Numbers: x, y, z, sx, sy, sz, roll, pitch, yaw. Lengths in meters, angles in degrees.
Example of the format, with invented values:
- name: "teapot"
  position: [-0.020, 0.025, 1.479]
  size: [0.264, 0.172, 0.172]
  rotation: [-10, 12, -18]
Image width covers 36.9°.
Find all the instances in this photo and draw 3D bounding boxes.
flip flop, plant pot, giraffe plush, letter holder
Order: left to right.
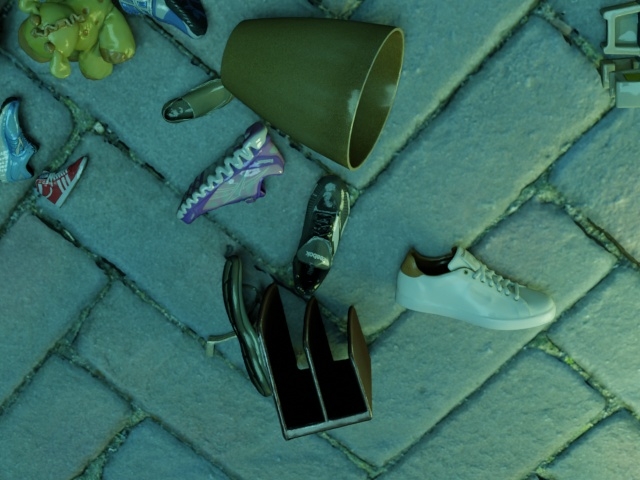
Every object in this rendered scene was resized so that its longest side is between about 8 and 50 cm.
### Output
- name: "giraffe plush"
  position: [-0.407, -0.337, 1.538]
  size: [0.181, 0.170, 0.210]
  rotation: [44, 135, 0]
- name: "flip flop"
  position: [-0.120, 0.156, 1.791]
  size: [0.080, 0.112, 0.277]
  rotation: [-20, 97, -14]
- name: "plant pot"
  position: [-0.024, -0.265, 1.550]
  size: [0.254, 0.237, 0.237]
  rotation: [20, 115, 12]
- name: "letter holder"
  position: [-0.008, 0.179, 1.683]
  size: [0.152, 0.302, 0.214]
  rotation: [-15, 100, 5]

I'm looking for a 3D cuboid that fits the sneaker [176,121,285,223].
- name: "sneaker"
  position: [-0.154, -0.097, 1.699]
  size: [0.236, 0.095, 0.104]
  rotation: [-39, 112, 19]

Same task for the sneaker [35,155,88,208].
- name: "sneaker"
  position: [-0.474, -0.119, 1.747]
  size: [0.067, 0.042, 0.118]
  rotation: [33, 115, -12]

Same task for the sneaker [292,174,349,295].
- name: "sneaker"
  position: [0.000, 0.000, 1.713]
  size: [0.078, 0.106, 0.234]
  rotation: [15, 115, -2]

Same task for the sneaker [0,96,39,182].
- name: "sneaker"
  position: [-0.544, -0.182, 1.728]
  size: [0.073, 0.063, 0.162]
  rotation: [0, 120, -13]

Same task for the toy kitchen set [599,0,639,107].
- name: "toy kitchen set"
  position: [0.505, -0.328, 1.479]
  size: [0.122, 0.166, 0.207]
  rotation: [-4, 114, 8]

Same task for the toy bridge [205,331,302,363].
- name: "toy bridge"
  position: [-0.128, 0.206, 1.863]
  size: [0.188, 0.026, 0.063]
  rotation: [8, 113, 2]

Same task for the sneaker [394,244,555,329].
- name: "sneaker"
  position: [0.283, 0.080, 1.718]
  size: [0.290, 0.106, 0.123]
  rotation: [8, 117, 4]

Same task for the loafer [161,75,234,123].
- name: "loafer"
  position: [-0.211, -0.237, 1.661]
  size: [0.148, 0.050, 0.056]
  rotation: [-25, 109, 16]

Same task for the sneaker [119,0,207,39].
- name: "sneaker"
  position: [-0.277, -0.402, 1.588]
  size: [0.211, 0.080, 0.081]
  rotation: [41, 119, -1]
